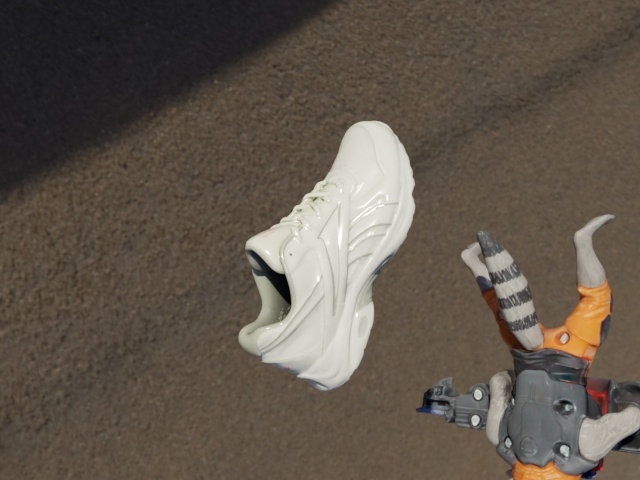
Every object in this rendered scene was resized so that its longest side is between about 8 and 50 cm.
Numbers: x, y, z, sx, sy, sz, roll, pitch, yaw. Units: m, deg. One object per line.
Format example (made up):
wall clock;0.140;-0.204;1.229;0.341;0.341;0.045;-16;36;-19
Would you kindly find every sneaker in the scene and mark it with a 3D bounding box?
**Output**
sneaker;0.000;0.000;0.694;0.115;0.090;0.232;22;76;-28

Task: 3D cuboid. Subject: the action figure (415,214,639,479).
action figure;0.221;0.158;0.993;0.178;0.341;0.330;3;78;-50
